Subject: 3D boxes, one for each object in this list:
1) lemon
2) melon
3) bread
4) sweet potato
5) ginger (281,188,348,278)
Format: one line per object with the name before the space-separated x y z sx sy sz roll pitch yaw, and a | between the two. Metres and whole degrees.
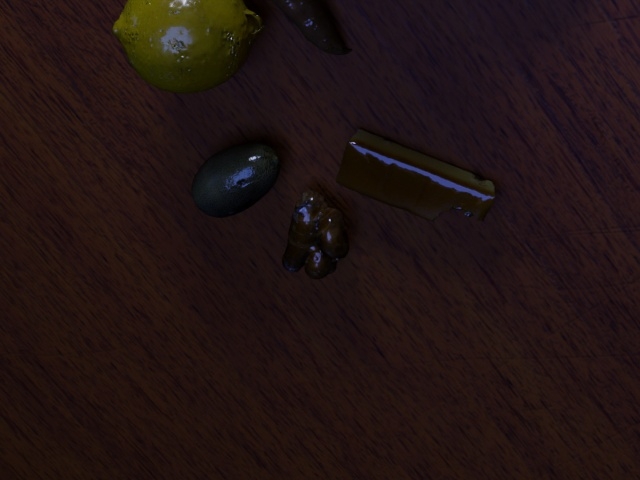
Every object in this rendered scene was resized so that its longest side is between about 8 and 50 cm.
lemon | -0.181 -0.290 1.624 0.206 0.173 0.173 -9 120 5
melon | -0.128 -0.094 1.778 0.162 0.099 0.099 -31 107 35
bread | 0.140 -0.084 1.705 0.226 0.049 0.088 23 128 6
sweet potato | -0.057 -0.366 1.579 0.072 0.066 0.314 -33 115 31
ginger | 0.000 0.000 1.809 0.103 0.073 0.162 33 136 16
